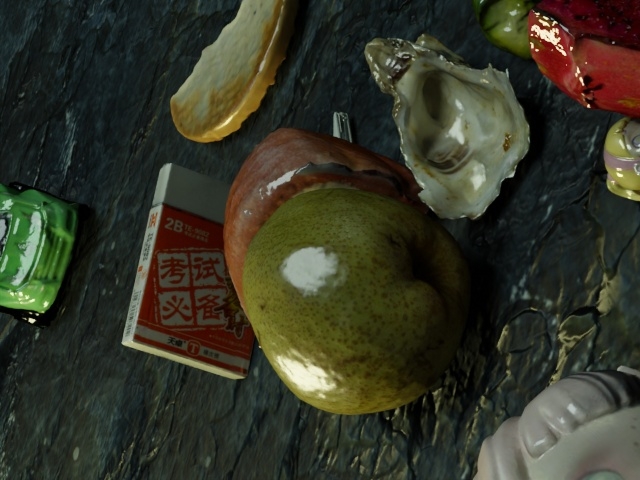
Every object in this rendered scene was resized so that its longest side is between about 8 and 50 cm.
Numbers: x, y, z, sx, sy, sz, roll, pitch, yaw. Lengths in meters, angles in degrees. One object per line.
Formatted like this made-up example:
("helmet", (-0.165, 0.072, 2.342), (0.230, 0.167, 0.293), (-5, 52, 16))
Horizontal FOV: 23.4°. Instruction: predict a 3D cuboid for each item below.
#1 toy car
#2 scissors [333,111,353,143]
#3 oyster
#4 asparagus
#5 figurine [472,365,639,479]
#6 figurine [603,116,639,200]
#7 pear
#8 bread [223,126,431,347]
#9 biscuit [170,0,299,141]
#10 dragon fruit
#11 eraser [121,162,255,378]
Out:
("toy car", (-0.515, 0.007, 2.495), (0.358, 0.176, 0.213), (12, 83, 60))
("scissors", (0.029, -0.078, 1.799), (0.085, 0.022, 0.176), (-44, 40, 45))
("oyster", (0.137, -0.130, 1.597), (0.161, 0.107, 0.233), (-53, 51, 16))
("asparagus", (0.178, -0.325, 1.655), (0.082, 0.085, 0.343), (107, 160, -47))
("figurine", (0.232, 0.245, 1.043), (0.361, 0.253, 0.211), (55, 136, 47))
("figurine", (0.312, -0.073, 1.294), (0.187, 0.083, 0.083), (-11, 62, 43))
("pear", (0.040, 0.053, 1.511), (0.211, 0.188, 0.228), (-23, 92, 30))
("bread", (-0.012, -0.004, 1.667), (0.244, 0.190, 0.123), (-61, 17, 21))
("biscuit", (-0.105, -0.249, 2.113), (0.309, 0.040, 0.204), (-54, 32, 26))
("dragon fruit", (0.296, -0.174, 1.273), (0.261, 0.163, 0.189), (-34, -6, -26))
("eraser", (-0.142, 0.037, 1.873), (0.038, 0.157, 0.230), (-20, 55, 57))
